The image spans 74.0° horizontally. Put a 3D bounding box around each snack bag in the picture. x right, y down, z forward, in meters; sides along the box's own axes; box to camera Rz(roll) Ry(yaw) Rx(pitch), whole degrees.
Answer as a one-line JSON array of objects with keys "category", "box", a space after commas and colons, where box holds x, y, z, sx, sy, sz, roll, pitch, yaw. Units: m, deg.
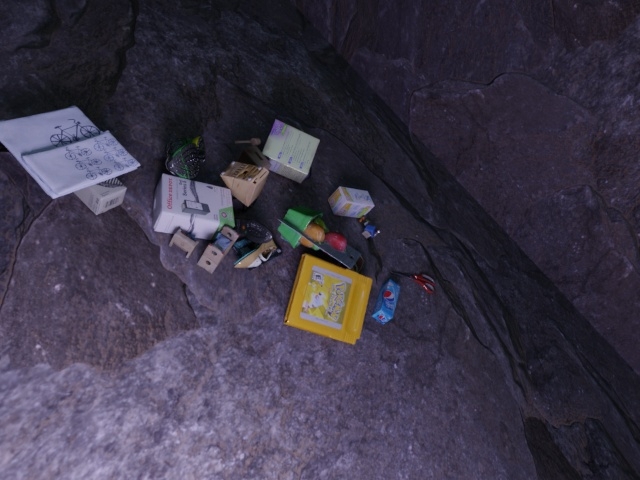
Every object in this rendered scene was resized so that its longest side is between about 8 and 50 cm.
[{"category": "snack bag", "box": [-0.843, -0.316, 1.417, 0.342, 0.037, 0.323, 45, 42, 5]}]

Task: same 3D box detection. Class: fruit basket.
[{"category": "fruit basket", "box": [0.000, 0.000, 1.809, 0.353, 0.165, 0.327, 38, 15, 4]}]

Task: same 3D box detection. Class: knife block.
[{"category": "knife block", "box": [-0.285, -0.198, 1.728, 0.088, 0.276, 0.242, -53, 138, -24]}]

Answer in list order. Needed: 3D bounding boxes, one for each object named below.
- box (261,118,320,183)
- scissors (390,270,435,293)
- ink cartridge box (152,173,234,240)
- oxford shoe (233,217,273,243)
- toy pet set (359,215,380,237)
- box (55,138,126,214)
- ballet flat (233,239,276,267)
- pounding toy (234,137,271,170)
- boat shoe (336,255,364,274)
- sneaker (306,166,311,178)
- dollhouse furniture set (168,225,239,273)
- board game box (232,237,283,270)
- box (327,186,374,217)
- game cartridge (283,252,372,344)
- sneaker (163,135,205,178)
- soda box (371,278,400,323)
[{"category": "box", "box": [-0.157, -0.435, 2.088, 0.243, 0.117, 0.213, 23, 68, -14]}, {"category": "scissors", "box": [0.477, 0.186, 2.193, 0.297, 0.021, 0.108, 26, 44, -17]}, {"category": "ink cartridge box", "box": [-0.481, -0.121, 1.618, 0.273, 0.114, 0.198, 11, 48, -32]}, {"category": "oxford shoe", "box": [-0.264, -0.048, 1.689, 0.227, 0.082, 0.096, 21, 18, 33]}, {"category": "toy pet set", "box": [0.259, -0.072, 2.198, 0.122, 0.065, 0.114, 46, 44, -9]}, {"category": "box", "box": [-0.811, -0.226, 1.464, 0.275, 0.094, 0.113, 43, 41, 2]}, {"category": "ballet flat", "box": [-0.241, 0.057, 1.642, 0.073, 0.080, 0.232, 51, 40, -6]}, {"category": "pounding toy", "box": [-0.307, -0.387, 1.930, 0.181, 0.206, 0.094, 51, 40, 12]}, {"category": "boat shoe", "box": [0.117, 0.141, 1.863, 0.123, 0.116, 0.324, 44, 40, 3]}, {"category": "sneaker", "box": [-0.112, -0.419, 2.226, 0.221, 0.087, 0.083, 66, 10, 8]}, {"category": "dollhouse furniture set", "box": [-0.421, -0.003, 1.548, 0.184, 0.129, 0.129, 35, 40, -8]}, {"category": "board game box", "box": [-0.256, 0.037, 1.727, 0.126, 0.026, 0.186, 50, 41, 11]}, {"category": "box", "box": [0.158, -0.196, 2.203, 0.203, 0.114, 0.103, 4, 54, -39]}, {"category": "game cartridge", "box": [0.039, 0.234, 1.671, 0.324, 0.053, 0.285, 21, 72, -21]}, {"category": "sneaker", "box": [-0.560, -0.330, 1.701, 0.147, 0.134, 0.343, -4, 22, -3]}, {"category": "soda box", "box": [0.300, 0.274, 1.925, 0.067, 0.071, 0.210, 36, 40, -7]}]
